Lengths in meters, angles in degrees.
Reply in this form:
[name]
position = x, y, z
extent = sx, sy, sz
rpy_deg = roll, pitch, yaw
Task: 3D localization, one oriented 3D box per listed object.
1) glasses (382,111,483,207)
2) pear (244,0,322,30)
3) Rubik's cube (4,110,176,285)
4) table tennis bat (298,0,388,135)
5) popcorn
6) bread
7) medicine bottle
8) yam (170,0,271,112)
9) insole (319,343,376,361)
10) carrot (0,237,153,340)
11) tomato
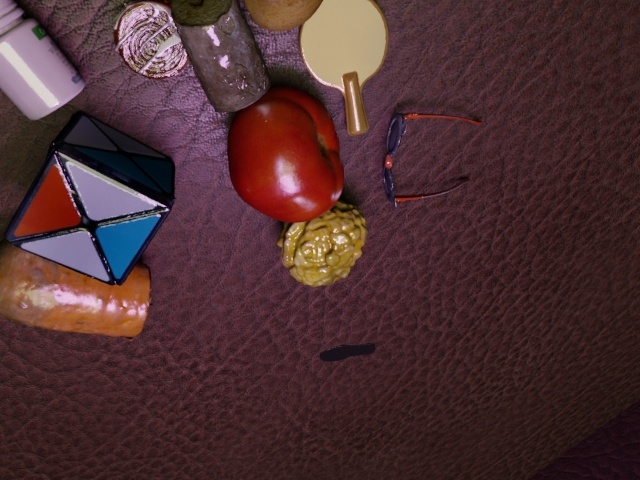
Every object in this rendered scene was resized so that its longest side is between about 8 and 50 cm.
[glasses]
position = 0.287, -0.207, 1.283
extent = 0.269, 0.118, 0.234
rpy_deg = -5, 121, -10
[pear]
position = -0.070, -0.522, 0.953
extent = 0.211, 0.188, 0.228
rpy_deg = -29, 132, 7
[Rubik's cube]
position = -0.477, -0.092, 1.098
extent = 0.246, 0.248, 0.250
rpy_deg = 28, 110, -28
[table tennis bat]
position = 0.063, -0.390, 1.155
extent = 0.199, 0.050, 0.320
rpy_deg = -14, 120, -3
[popcorn]
position = 0.000, 0.000, 1.293
extent = 0.212, 0.259, 0.259
rpy_deg = 31, 111, -13
[bread]
position = -0.335, -0.410, 1.034
extent = 0.161, 0.073, 0.160
rpy_deg = -6, 122, -9
[medicine bottle]
position = -0.580, -0.360, 0.971
extent = 0.139, 0.139, 0.237
rpy_deg = -30, 123, 6
[yam]
position = -0.188, -0.367, 1.011
extent = 0.154, 0.154, 0.254
rpy_deg = -20, 143, 0
[insole]
position = 0.089, 0.362, 1.662
extent = 0.189, 0.004, 0.064
rpy_deg = -6, 123, -10
[carrot]
position = -0.590, 0.107, 1.218
extent = 0.341, 0.224, 0.224
rpy_deg = 15, 117, -30
[tomato]
position = -0.083, -0.179, 1.135
extent = 0.226, 0.298, 0.298
rpy_deg = -10, 127, 22
